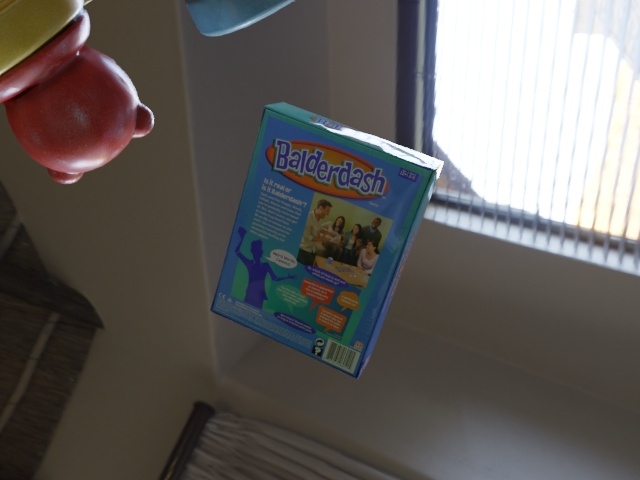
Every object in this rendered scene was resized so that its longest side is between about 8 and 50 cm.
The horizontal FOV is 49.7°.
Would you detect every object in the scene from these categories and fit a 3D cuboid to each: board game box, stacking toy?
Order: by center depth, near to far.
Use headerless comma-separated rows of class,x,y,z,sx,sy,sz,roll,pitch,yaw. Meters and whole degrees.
stacking toy,-0.117,-0.196,0.546,0.130,0.309,0.279,55,-165,-31
board game box,0.000,0.000,0.633,0.047,0.160,0.210,-39,-30,-65
